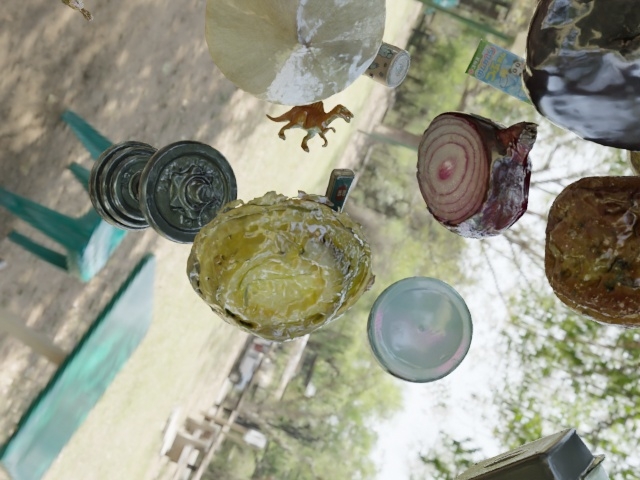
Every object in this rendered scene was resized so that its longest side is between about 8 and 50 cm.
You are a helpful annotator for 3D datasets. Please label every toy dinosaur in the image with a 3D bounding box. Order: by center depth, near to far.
[{"bbox_3d":[-0.480,-0.474,1.689,0.039,0.126,0.162,-44,-154,-6],"label":"toy dinosaur"},{"bbox_3d":[-0.036,-0.281,1.963,0.057,0.212,0.142,-10,134,-59],"label":"toy dinosaur"}]

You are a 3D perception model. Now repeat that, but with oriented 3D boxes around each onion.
[{"bbox_3d":[0.254,-0.112,1.285,0.218,0.139,0.195,-39,-132,45],"label":"onion"}]

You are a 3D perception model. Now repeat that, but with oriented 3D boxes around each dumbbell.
[{"bbox_3d":[-0.289,-0.093,1.566,0.406,0.179,0.179,8,-106,59],"label":"dumbbell"}]

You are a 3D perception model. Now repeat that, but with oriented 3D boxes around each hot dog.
[{"bbox_3d":[0.562,0.016,1.522,0.174,0.387,0.267,-10,101,-46],"label":"hot dog"}]

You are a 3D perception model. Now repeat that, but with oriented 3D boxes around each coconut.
[{"bbox_3d":[-0.045,-0.366,1.400,0.329,0.328,0.329,22,90,-88],"label":"coconut"}]

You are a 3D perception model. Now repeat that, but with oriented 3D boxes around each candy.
[{"bbox_3d":[0.470,-0.421,2.185,0.097,0.194,0.062,-65,174,19],"label":"candy"}]

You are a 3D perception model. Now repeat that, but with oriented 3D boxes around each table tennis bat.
[{"bbox_3d":[0.000,0.000,1.293,0.274,0.154,0.021,109,-31,-43],"label":"table tennis bat"}]

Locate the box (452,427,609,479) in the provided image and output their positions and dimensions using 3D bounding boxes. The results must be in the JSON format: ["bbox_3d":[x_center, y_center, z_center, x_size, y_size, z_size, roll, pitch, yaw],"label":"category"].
[{"bbox_3d":[0.364,0.463,1.547,0.290,0.166,0.220,-33,167,34],"label":"box"}]

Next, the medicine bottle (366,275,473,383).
[{"bbox_3d":[0.226,0.222,2.085,0.290,0.245,0.245,87,25,-80],"label":"medicine bottle"}]

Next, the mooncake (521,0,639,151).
[{"bbox_3d":[0.484,-0.272,1.224,0.350,0.381,0.212,63,38,-57],"label":"mooncake"}]

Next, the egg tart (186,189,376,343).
[{"bbox_3d":[-0.056,0.053,1.238,0.095,0.278,0.279,-94,-161,-46],"label":"egg tart"}]

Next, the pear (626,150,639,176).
[{"bbox_3d":[0.705,-0.188,1.703,0.197,0.197,0.197,22,90,-88],"label":"pear"}]

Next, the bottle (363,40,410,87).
[{"bbox_3d":[0.116,-0.411,1.962,0.099,0.152,0.099,-42,150,-32],"label":"bottle"}]

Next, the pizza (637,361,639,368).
[{"bbox_3d":[0.778,0.246,1.768,0.292,0.058,0.197,-22,-144,41],"label":"pizza"}]
